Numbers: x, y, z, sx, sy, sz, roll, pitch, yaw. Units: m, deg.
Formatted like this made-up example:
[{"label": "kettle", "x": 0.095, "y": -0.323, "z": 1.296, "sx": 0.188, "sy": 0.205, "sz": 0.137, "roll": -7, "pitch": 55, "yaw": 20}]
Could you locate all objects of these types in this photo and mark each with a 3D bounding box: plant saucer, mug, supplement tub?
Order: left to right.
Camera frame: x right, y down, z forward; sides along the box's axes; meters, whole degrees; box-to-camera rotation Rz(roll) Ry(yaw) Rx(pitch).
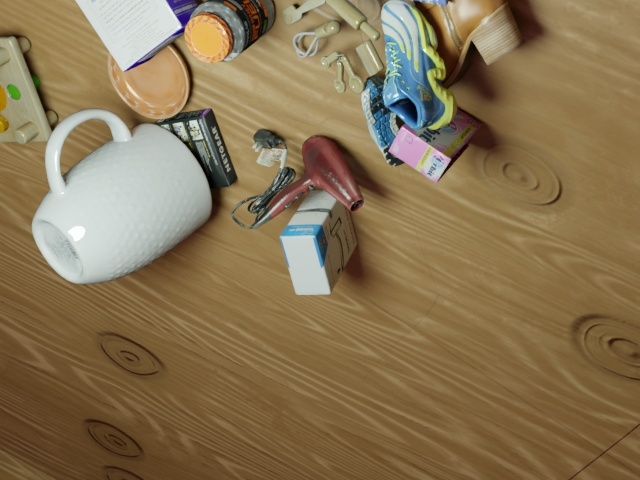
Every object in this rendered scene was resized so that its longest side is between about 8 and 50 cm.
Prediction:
[{"label": "mug", "x": -0.459, "y": -0.103, "z": 1.774, "sx": 0.276, "sy": 0.328, "sz": 0.374, "roll": 10, "pitch": 129, "yaw": 39}, {"label": "plant saucer", "x": -0.369, "y": -0.363, "z": 1.787, "sx": 0.199, "sy": 0.037, "sz": 0.200, "roll": 13, "pitch": 127, "yaw": 18}, {"label": "supplement tub", "x": -0.174, "y": -0.414, "z": 1.563, "sx": 0.117, "sy": 0.190, "sz": 0.117, "roll": 12, "pitch": 127, "yaw": 17}]

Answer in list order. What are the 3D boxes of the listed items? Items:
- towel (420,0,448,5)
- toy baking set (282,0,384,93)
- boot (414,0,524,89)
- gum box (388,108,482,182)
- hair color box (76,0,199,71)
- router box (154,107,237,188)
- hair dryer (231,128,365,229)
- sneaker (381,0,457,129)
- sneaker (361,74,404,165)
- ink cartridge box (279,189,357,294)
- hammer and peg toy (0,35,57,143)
[{"label": "towel", "x": 0.076, "y": -0.548, "z": 1.401, "sx": 0.336, "sy": 0.040, "sz": 0.243, "roll": 19, "pitch": 124, "yaw": 28}, {"label": "toy baking set", "x": 0.015, "y": -0.380, "z": 1.531, "sx": 0.256, "sy": 0.030, "sz": 0.197, "roll": 48, "pitch": 147, "yaw": 13}, {"label": "boot", "x": 0.201, "y": -0.385, "z": 1.473, "sx": 0.283, "sy": 0.109, "sz": 0.220, "roll": -25, "pitch": 102, "yaw": 47}, {"label": "gum box", "x": 0.220, "y": -0.196, "z": 1.540, "sx": 0.107, "sy": 0.188, "sz": 0.062, "roll": 35, "pitch": 130, "yaw": 9}, {"label": "hair color box", "x": -0.403, "y": -0.532, "z": 1.619, "sx": 0.185, "sy": 0.110, "sz": 0.339, "roll": -25, "pitch": 104, "yaw": 32}, {"label": "router box", "x": -0.280, "y": -0.201, "z": 1.850, "sx": 0.133, "sy": 0.046, "sz": 0.179, "roll": -3, "pitch": 121, "yaw": 26}, {"label": "hair dryer", "x": -0.035, "y": -0.113, "z": 1.717, "sx": 0.293, "sy": 0.080, "sz": 0.224, "roll": 10, "pitch": 83, "yaw": 29}, {"label": "sneaker", "x": 0.151, "y": -0.299, "z": 1.414, "sx": 0.091, "sy": 0.126, "sz": 0.240, "roll": -25, "pitch": 94, "yaw": 47}, {"label": "sneaker", "x": 0.115, "y": -0.240, "z": 1.621, "sx": 0.071, "sy": 0.083, "sz": 0.191, "roll": -26, "pitch": 122, "yaw": -11}, {"label": "ink cartridge box", "x": 0.000, "y": 0.000, "z": 1.760, "sx": 0.085, "sy": 0.203, "sz": 0.148, "roll": -2, "pitch": 121, "yaw": 24}, {"label": "hammer and peg toy", "x": -0.783, "y": -0.396, "z": 1.896, "sx": 0.265, "sy": 0.127, "sz": 0.361, "roll": 2, "pitch": 123, "yaw": 26}]
